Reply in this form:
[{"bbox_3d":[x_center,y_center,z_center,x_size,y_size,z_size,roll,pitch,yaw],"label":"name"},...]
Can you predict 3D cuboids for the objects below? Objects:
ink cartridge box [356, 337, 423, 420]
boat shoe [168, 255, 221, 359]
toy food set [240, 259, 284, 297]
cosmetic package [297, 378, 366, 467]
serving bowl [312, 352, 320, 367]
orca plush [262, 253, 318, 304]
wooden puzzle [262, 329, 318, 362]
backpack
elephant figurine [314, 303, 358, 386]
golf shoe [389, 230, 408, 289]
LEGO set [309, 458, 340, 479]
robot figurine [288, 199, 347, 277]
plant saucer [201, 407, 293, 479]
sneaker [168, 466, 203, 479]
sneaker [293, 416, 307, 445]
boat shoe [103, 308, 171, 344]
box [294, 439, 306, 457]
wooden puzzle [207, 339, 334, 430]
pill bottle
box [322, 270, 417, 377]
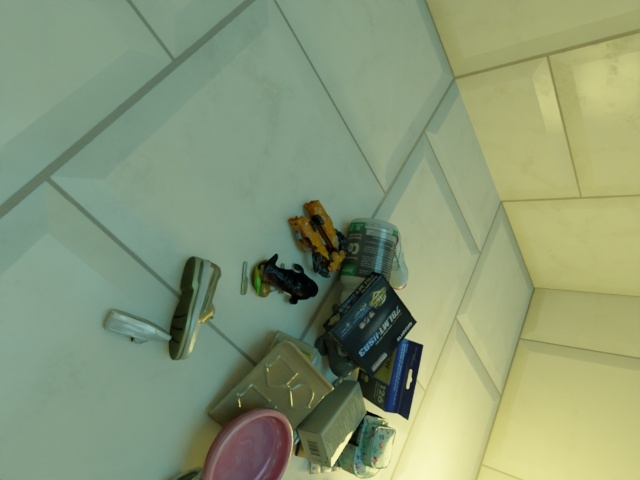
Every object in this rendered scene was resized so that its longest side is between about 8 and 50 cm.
[{"bbox_3d":[0.273,0.537,1.801,0.072,0.307,0.303,14,86,-27],"label":"ink cartridge box"},{"bbox_3d":[-0.364,0.204,1.281,0.103,0.113,0.302,20,76,-39],"label":"boat shoe"},{"bbox_3d":[-0.187,0.133,1.518,0.192,0.039,0.132,4,88,-46],"label":"toy food set"},{"bbox_3d":[0.054,0.701,1.694,0.309,0.113,0.160,-33,114,-53],"label":"cosmetic package"},{"bbox_3d":[-0.040,0.463,1.685,0.083,0.027,0.083,-8,103,-37],"label":"serving bowl"},{"bbox_3d":[-0.076,0.138,1.565,0.287,0.102,0.151,53,45,-39],"label":"orca plush"},{"bbox_3d":[-0.122,0.462,1.565,0.239,0.044,0.220,36,75,-40],"label":"wooden puzzle"},{"bbox_3d":[0.195,0.872,1.843,0.225,0.191,0.253,33,73,-43],"label":"backpack"},{"bbox_3d":[0.063,0.412,1.731,0.169,0.186,0.239,-30,107,5],"label":"elephant figurine"},{"bbox_3d":[0.317,0.068,1.935,0.140,0.115,0.306,51,28,-64],"label":"golf shoe"},{"bbox_3d":[0.005,0.985,1.750,0.183,0.060,0.244,23,63,-44],"label":"LEGO set"},{"bbox_3d":[0.000,0.000,1.679,0.211,0.085,0.291,-47,122,-34],"label":"robot figurine"},{"bbox_3d":[-0.232,0.678,1.354,0.332,0.084,0.331,-11,105,-44],"label":"plant saucer"},{"bbox_3d":[-0.437,0.783,1.234,0.293,0.108,0.169,-29,110,-53],"label":"sneaker"},{"bbox_3d":[-0.101,0.697,1.622,0.058,0.052,0.135,43,52,-31],"label":"sneaker"},{"bbox_3d":[-0.496,0.249,1.182,0.184,0.066,0.063,37,79,-43],"label":"boat shoe"},{"bbox_3d":[-0.013,0.778,1.718,0.201,0.021,0.164,36,58,-40],"label":"box"},{"bbox_3d":[-0.163,0.533,1.482,0.348,0.080,0.322,-41,122,-10],"label":"wooden puzzle"},{"bbox_3d":[0.194,0.103,1.799,0.204,0.204,0.360,22,75,-44],"label":"pill bottle"},{"bbox_3d":[0.198,0.321,1.661,0.295,0.073,0.293,-45,115,-16],"label":"box"}]
